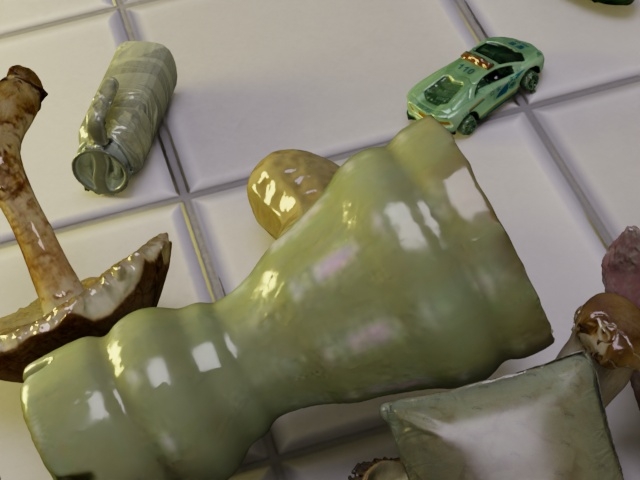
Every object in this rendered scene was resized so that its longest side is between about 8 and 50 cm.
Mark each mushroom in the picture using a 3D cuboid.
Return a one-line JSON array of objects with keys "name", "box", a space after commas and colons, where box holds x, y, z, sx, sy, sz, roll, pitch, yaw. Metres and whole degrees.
[{"name": "mushroom", "box": [0.215, 0.143, 1.443, 0.071, 0.209, 0.084, 12, 30, -39]}, {"name": "mushroom", "box": [-0.293, 0.011, 1.620, 0.301, 0.208, 0.233, 42, 41, 21]}]

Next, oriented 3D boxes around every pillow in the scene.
[{"name": "pillow", "box": [0.172, 0.252, 1.334, 0.184, 0.075, 0.302, -14, 71, -1]}]

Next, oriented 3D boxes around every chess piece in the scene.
[{"name": "chess piece", "box": [-0.036, 0.092, 1.457, 0.442, 0.234, 0.234, -29, 44, -1]}]

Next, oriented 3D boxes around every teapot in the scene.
[{"name": "teapot", "box": [-0.224, -0.151, 1.876, 0.077, 0.107, 0.200, 5, 44, 10]}]

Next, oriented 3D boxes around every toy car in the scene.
[{"name": "toy car", "box": [0.176, -0.186, 1.888, 0.186, 0.058, 0.093, -35, 47, -26]}]

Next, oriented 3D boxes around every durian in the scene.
[{"name": "durian", "box": [0.051, 0.233, 1.453, 0.066, 0.052, 0.130, 3, 43, 9]}]

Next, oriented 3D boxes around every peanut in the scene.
[{"name": "peanut", "box": [0.000, 0.000, 1.672, 0.125, 0.111, 0.274, -1, 34, -27]}]

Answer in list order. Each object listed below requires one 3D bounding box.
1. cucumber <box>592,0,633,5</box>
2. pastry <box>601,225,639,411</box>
[{"name": "cucumber", "box": [0.302, -0.342, 2.036, 0.069, 0.069, 0.227, -34, 44, -25]}, {"name": "pastry", "box": [0.322, 0.112, 1.464, 0.112, 0.103, 0.265, 12, 62, -27]}]
